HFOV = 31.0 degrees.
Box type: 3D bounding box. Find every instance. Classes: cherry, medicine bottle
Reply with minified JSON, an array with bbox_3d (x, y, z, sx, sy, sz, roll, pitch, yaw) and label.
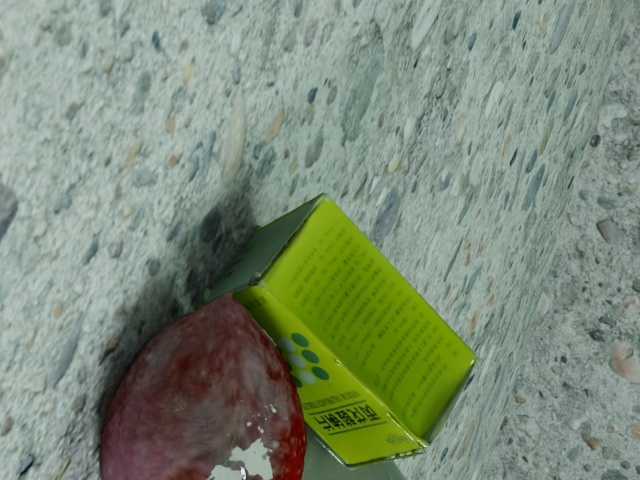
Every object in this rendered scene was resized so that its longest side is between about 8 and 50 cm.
[{"bbox_3d":[-0.102,0.167,1.056,0.175,0.192,0.250,-133,-130,-71],"label":"cherry"},{"bbox_3d":[0.017,0.095,1.154,0.137,0.250,0.141,-27,-159,49],"label":"medicine bottle"}]

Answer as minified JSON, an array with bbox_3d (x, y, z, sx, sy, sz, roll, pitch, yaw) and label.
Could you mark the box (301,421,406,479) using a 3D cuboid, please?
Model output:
[{"bbox_3d":[-0.046,0.375,1.273,0.344,0.177,0.352,-57,134,-31],"label":"box"}]
